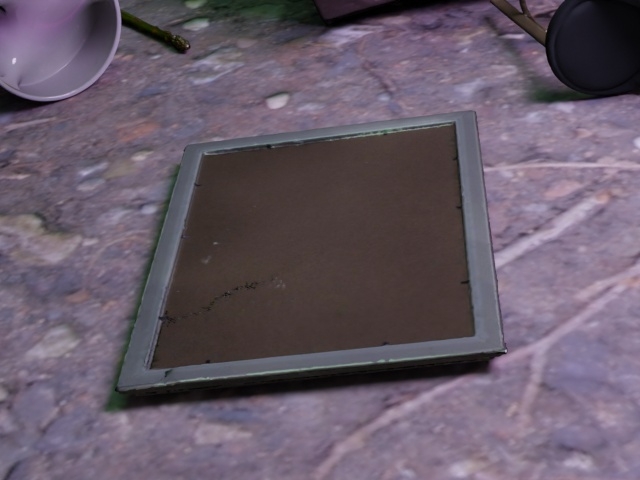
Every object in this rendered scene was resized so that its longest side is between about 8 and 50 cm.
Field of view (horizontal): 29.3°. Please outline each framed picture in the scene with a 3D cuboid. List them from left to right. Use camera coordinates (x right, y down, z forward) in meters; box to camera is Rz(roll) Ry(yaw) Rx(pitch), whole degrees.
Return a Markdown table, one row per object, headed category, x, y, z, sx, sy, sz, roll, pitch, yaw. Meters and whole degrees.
| category | x | y | z | sx | sy | sz | roll | pitch | yaw |
| --- | --- | --- | --- | --- | --- | --- | --- | --- | --- |
| framed picture | 0.000 | 0.000 | 0.819 | 0.231 | 0.018 | 0.293 | -6 | 33 | 8 |

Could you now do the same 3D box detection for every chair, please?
| category | x | y | z | sx | sy | sz | roll | pitch | yaw |
| --- | --- | --- | --- | --- | --- | --- | --- | --- | --- |
| chair | 0.204 | -0.184 | 0.979 | 0.095 | 0.104 | 0.222 | -33 | 27 | 9 |

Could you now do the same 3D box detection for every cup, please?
| category | x | y | z | sx | sy | sz | roll | pitch | yaw |
| --- | --- | --- | --- | --- | --- | --- | --- | --- | --- |
| cup | -0.289 | -0.201 | 1.117 | 0.173 | 0.134 | 0.142 | -34 | 37 | -18 |

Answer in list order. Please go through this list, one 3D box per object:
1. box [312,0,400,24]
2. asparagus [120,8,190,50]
| category | x | y | z | sx | sy | sz | roll | pitch | yaw |
| --- | --- | --- | --- | --- | --- | --- | --- | --- | --- |
| box | 0.089 | -0.326 | 1.137 | 0.252 | 0.153 | 0.188 | -15 | 33 | 14 |
| asparagus | -0.169 | -0.209 | 1.198 | 0.016 | 0.013 | 0.166 | 18 | 10 | -43 |
